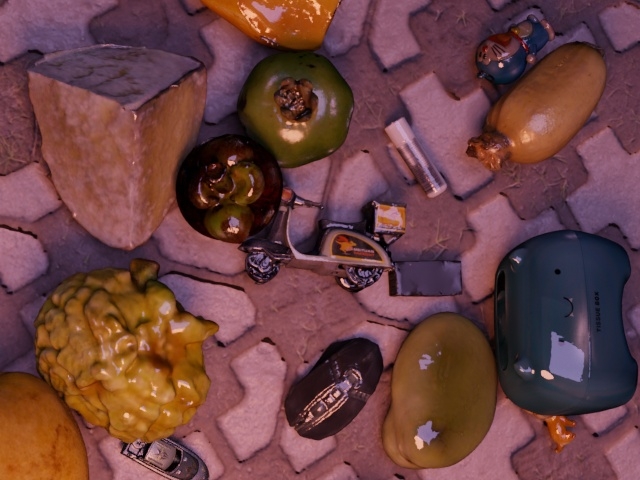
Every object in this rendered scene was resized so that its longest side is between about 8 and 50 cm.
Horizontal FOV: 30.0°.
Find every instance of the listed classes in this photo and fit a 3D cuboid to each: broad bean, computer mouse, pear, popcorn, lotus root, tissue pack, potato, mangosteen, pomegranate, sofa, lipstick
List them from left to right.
[{"bbox_3d":[-0.462,0.326,1.616,0.314,0.314,0.314,2,84,-15],"label":"pear"},{"bbox_3d":[-0.306,-0.152,1.815,0.211,0.189,0.264,16,118,21],"label":"potato"},{"bbox_3d":[-0.282,0.158,1.723,0.258,0.224,0.270,1,75,-33],"label":"popcorn"},{"bbox_3d":[-0.140,-0.071,1.781,0.172,0.184,0.172,3,123,5],"label":"mangosteen"},{"bbox_3d":[-0.037,-0.204,1.823,0.187,0.225,0.187,0,92,-3],"label":"pomegranate"},{"bbox_3d":[0.029,0.231,1.880,0.192,0.062,0.106,-44,96,-17],"label":"computer mouse"},{"bbox_3d":[0.157,-0.136,1.965,0.040,0.040,0.141,-34,94,-16],"label":"lipstick"},{"bbox_3d":[0.171,0.063,1.949,0.118,0.039,0.060,-1,83,-15],"label":"sofa"},{"bbox_3d":[0.198,0.242,1.897,0.189,0.121,0.263,22,77,-16],"label":"broad bean"},{"bbox_3d":[0.373,-0.218,1.977,0.303,0.146,0.131,-44,95,-18],"label":"lotus root"},{"bbox_3d":[0.376,0.132,1.908,0.206,0.198,0.287,7,73,-16],"label":"tissue pack"}]

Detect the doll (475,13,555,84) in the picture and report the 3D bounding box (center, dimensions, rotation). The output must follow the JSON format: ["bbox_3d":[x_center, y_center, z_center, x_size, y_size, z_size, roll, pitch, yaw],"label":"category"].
[{"bbox_3d":[0.319,-0.317,2.001,0.152,0.114,0.085,-38,127,-11],"label":"doll"}]

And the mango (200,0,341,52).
[{"bbox_3d":[-0.090,-0.410,1.877,0.257,0.138,0.187,27,90,-8],"label":"mango"}]

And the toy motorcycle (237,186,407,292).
[{"bbox_3d":[0.000,0.000,1.884,0.263,0.091,0.157,6,78,-14],"label":"toy motorcycle"}]

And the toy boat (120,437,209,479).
[{"bbox_3d":[-0.229,0.329,1.802,0.141,0.060,0.055,31,76,-14],"label":"toy boat"}]

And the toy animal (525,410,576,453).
[{"bbox_3d":[0.377,0.301,1.974,0.083,0.060,0.081,30,76,-20],"label":"toy animal"}]
